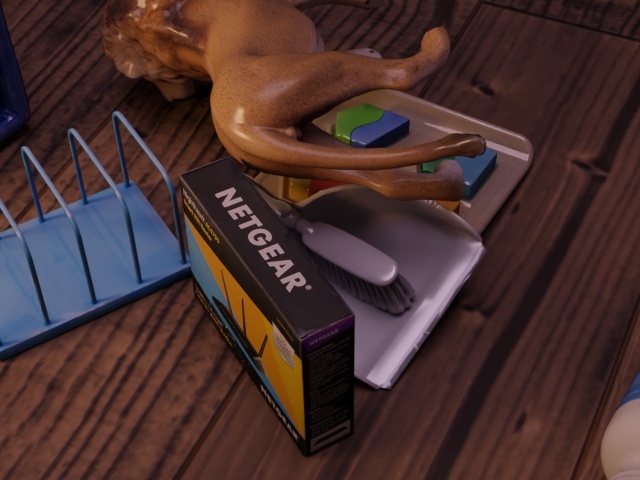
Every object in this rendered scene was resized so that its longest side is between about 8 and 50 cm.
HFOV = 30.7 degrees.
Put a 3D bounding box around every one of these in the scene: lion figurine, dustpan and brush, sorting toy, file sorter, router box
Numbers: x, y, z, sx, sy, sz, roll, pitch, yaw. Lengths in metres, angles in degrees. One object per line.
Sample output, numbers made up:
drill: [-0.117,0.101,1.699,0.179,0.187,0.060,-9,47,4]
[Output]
lion figurine: [-0.040,-0.137,0.930,0.240,0.142,0.392,-3,23,-15]
dustpan and brush: [0.000,0.000,0.894,0.211,0.060,0.147,29,75,28]
sorting toy: [0.055,-0.054,0.985,0.193,0.038,0.208,23,51,21]
file sorter: [-0.203,-0.011,0.906,0.170,0.104,0.118,-25,51,-21]
router box: [-0.039,0.045,0.829,0.046,0.133,0.179,-23,50,-20]

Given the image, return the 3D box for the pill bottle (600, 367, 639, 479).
pill bottle: [0.257,0.122,0.755,0.124,0.124,0.221,25,52,23]

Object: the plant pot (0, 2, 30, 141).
plant pot: [-0.419,-0.172,0.983,0.212,0.236,0.236,30,54,34]
